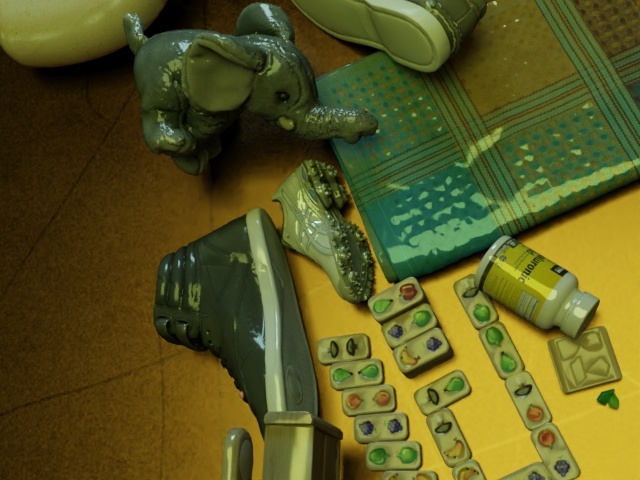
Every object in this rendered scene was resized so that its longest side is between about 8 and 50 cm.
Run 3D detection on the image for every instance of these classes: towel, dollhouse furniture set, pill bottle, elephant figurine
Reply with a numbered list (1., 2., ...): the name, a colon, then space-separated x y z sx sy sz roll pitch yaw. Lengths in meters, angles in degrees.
1. towel: 0.195 -0.137 1.046 0.370 0.040 0.272 -24 68 8
2. dollhouse furniture set: 0.126 0.237 0.806 0.355 0.303 0.174 -3 71 16
3. pill bottle: 0.220 0.049 0.963 0.116 0.065 0.065 33 85 23
4. elephant figurine: -0.081 -0.183 1.056 0.239 0.186 0.170 -19 56 32

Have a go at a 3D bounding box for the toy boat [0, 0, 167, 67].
1. toy boat: -0.297 -0.379 1.228 0.267 0.148 0.319 -9 78 19

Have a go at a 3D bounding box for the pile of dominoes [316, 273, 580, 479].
1. pile of dominoes: 0.118 0.164 0.973 0.195 0.040 0.251 -28 67 7

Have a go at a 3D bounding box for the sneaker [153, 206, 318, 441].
1. sneaker: -0.096 0.118 1.024 0.146 0.104 0.296 -19 63 13

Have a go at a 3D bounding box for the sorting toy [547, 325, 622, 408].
1. sorting toy: 0.268 0.132 0.951 0.062 0.012 0.083 -16 66 7

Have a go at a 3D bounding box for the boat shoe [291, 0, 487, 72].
1. boat shoe: 0.057 -0.285 1.085 0.091 0.109 0.305 -42 49 -14

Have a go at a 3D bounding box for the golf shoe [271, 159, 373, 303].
1. golf shoe: 0.000 0.000 1.059 0.086 0.069 0.176 -32 62 27
